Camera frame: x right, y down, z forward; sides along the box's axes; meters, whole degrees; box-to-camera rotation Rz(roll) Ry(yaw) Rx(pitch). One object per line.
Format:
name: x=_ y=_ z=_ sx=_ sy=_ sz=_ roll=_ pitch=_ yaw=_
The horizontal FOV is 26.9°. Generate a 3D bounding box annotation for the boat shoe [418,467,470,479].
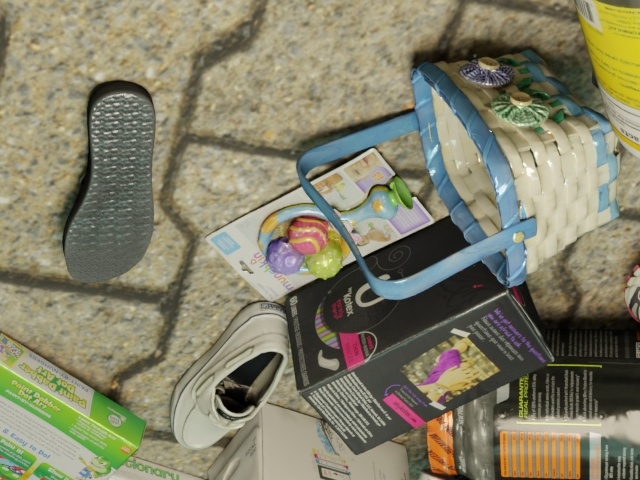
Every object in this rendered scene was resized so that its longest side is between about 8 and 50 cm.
boat shoe: x=0.186 y=0.366 z=1.786 sx=0.108 sy=0.102 sz=0.301 roll=21 pitch=179 yaw=20

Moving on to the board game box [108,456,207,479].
board game box: x=-0.239 y=0.401 z=1.892 sx=0.305 sy=0.053 sz=0.193 roll=23 pitch=125 yaw=-24

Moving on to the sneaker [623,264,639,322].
sneaker: x=0.484 y=0.037 z=1.558 sx=0.121 sy=0.112 sz=0.299 roll=2 pitch=157 yaw=-43

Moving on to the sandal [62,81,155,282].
sandal: x=-0.228 y=-0.063 z=1.488 sx=0.097 sy=0.054 sz=0.254 roll=5 pitch=122 yaw=-20

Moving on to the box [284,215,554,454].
box: x=0.112 y=0.106 z=1.582 sx=0.270 sy=0.165 sz=0.143 roll=-27 pitch=129 yaw=13

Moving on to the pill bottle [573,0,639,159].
pill bottle: x=0.340 y=-0.184 z=1.218 sx=0.188 sy=0.188 sz=0.334 roll=-19 pitch=136 yaw=11

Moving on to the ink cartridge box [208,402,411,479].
ink cartridge box: x=-0.016 y=0.357 z=1.799 sx=0.232 sy=0.168 sz=0.171 roll=19 pitch=128 yaw=-21

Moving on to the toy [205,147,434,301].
toy: x=0.000 y=0.000 z=1.557 sx=0.237 sy=0.056 sz=0.137 roll=-29 pitch=128 yaw=19

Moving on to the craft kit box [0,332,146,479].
craft kit box: x=-0.393 y=0.253 z=1.710 sx=0.250 sy=0.061 sz=0.246 roll=35 pitch=123 yaw=-16

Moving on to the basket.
basket: x=0.141 y=-0.069 z=1.388 sx=0.289 sy=0.255 sz=0.201 roll=-27 pitch=132 yaw=-7

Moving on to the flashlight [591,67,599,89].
flashlight: x=0.315 y=-0.281 z=1.312 sx=0.103 sy=0.103 sz=0.304 roll=15 pitch=135 yaw=16

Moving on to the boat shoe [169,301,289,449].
boat shoe: x=-0.112 y=0.194 z=1.696 sx=0.096 sy=0.088 sz=0.267 roll=24 pitch=126 yaw=-25

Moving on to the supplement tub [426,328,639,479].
supplement tub: x=0.308 y=0.212 z=1.654 sx=0.338 sy=0.207 sz=0.207 roll=1 pitch=133 yaw=12
